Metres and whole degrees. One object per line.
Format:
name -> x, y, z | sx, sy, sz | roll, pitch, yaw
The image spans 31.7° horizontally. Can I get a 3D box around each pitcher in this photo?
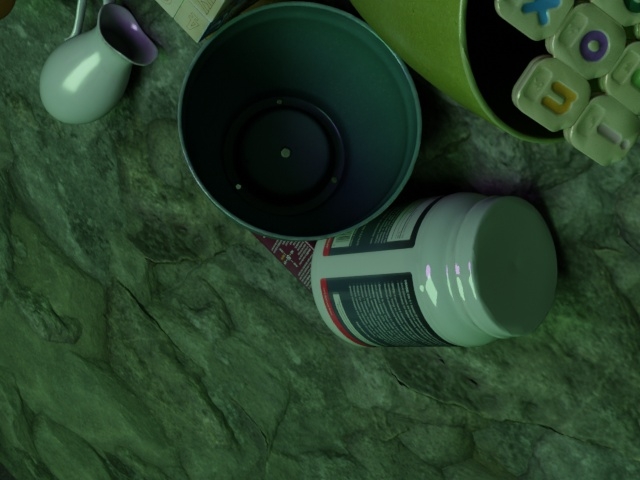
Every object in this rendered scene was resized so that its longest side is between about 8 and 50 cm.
pitcher -> -0.356, -0.290, 1.740 | 0.207, 0.125, 0.177 | -36, 70, 41

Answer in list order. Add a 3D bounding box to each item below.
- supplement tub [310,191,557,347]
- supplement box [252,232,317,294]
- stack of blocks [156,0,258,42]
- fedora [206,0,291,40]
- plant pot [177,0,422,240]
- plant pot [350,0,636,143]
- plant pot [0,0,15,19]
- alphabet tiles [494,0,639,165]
supplement tub -> 0.138, 0.040, 1.422 | 0.272, 0.191, 0.191 | -6, 114, 47
supplement box -> 0.000, 0.000, 1.599 | 0.188, 0.104, 0.081 | 45, 141, 9
stack of blocks -> -0.062, -0.372, 1.269 | 0.087, 0.171, 0.297 | 46, 141, 1
fedora -> -0.106, -0.343, 1.467 | 0.194, 0.079, 0.194 | 17, 126, 26
plant pot -> -0.037, -0.130, 1.432 | 0.293, 0.293, 0.196 | 52, 168, 2
plant pot -> 0.155, -0.269, 1.149 | 0.293, 0.275, 0.274 | 31, 139, 50
plant pot -> -0.489, -0.441, 1.687 | 0.205, 0.188, 0.205 | 26, 135, 29
alphabet tiles -> 0.298, -0.214, 1.029 | 0.278, 0.284, 0.021 | 28, -169, -26
